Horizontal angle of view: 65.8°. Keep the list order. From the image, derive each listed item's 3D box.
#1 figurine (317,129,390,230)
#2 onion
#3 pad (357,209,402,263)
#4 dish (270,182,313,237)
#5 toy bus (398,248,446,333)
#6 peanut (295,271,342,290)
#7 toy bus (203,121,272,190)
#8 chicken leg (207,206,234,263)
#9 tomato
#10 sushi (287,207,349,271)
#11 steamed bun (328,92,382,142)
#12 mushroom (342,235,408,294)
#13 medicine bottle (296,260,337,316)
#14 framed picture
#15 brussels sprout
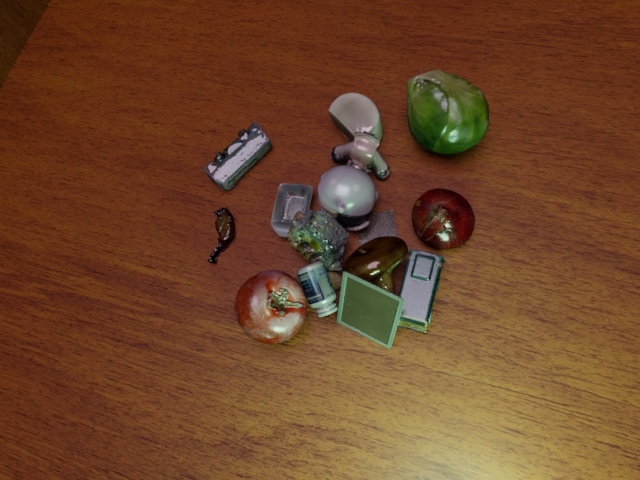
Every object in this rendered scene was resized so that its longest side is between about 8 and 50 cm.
[{"bbox_3d":[0.113,-0.236,1.963,0.253,0.211,0.361,16,72,17],"label":"figurine"},{"bbox_3d":[0.468,-0.087,1.876,0.248,0.161,0.248,4,64,-9],"label":"onion"},{"bbox_3d":[0.230,-0.004,1.965,0.158,0.003,0.235,-10,68,7],"label":"pad"},{"bbox_3d":[-0.115,-0.117,2.044,0.154,0.064,0.234,7,70,14],"label":"dish"},{"bbox_3d":[0.355,0.176,1.784,0.138,0.167,0.275,13,72,16],"label":"toy bus"},{"bbox_3d":[-0.006,0.152,1.911,0.187,0.082,0.082,6,71,12],"label":"peanut"},{"bbox_3d":[-0.354,-0.368,2.166,0.317,0.112,0.138,-45,72,-6],"label":"toy bus"},{"bbox_3d":[-0.415,-0.023,2.078,0.106,0.051,0.253,2,71,19],"label":"chicken leg"},{"bbox_3d":[-0.187,0.249,1.824,0.270,0.227,0.270,12,65,-27],"label":"tomato"},{"bbox_3d":[0.000,0.000,1.894,0.274,0.184,0.139,42,48,-11],"label":"sushi"},{"bbox_3d":[0.164,-0.509,2.090,0.164,0.146,0.242,-40,66,-2],"label":"steamed bun"},{"bbox_3d":[0.217,0.091,1.810,0.267,0.254,0.267,-41,28,27],"label":"mushroom"},{"bbox_3d":[-0.007,0.178,1.815,0.107,0.107,0.191,-22,89,3],"label":"medicine bottle"},{"bbox_3d":[0.170,0.246,1.745,0.232,0.296,0.019,25,48,18],"label":"framed picture"},{"bbox_3d":[0.482,-0.506,1.943,0.281,0.289,0.355,-31,93,-2],"label":"brussels sprout"}]
